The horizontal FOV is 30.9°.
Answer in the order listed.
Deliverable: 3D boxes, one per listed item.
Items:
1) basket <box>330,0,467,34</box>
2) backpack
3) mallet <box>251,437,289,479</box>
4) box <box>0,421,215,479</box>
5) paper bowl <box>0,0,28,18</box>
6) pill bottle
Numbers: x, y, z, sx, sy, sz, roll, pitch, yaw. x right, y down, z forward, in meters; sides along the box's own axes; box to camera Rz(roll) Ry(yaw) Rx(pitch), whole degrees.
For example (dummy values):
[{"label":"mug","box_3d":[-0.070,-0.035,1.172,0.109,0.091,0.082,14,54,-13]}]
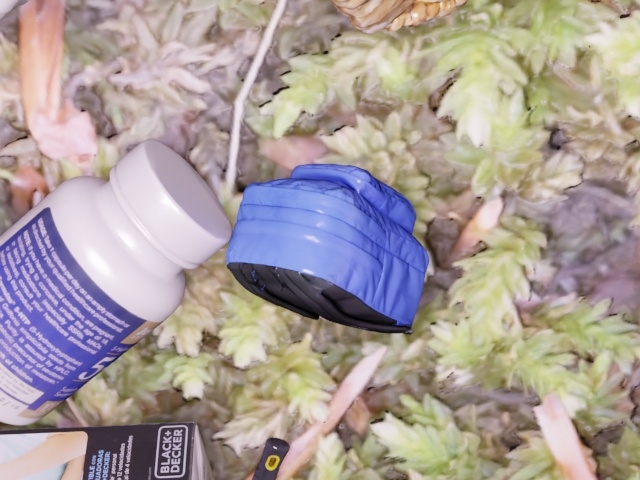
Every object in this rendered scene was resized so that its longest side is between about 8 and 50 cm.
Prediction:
[{"label":"basket","box_3d":[0.070,-0.293,0.637,0.299,0.223,0.213,-38,143,12]},{"label":"backpack","box_3d":[0.000,0.000,0.740,0.120,0.098,0.101,25,71,-50]},{"label":"mallet","box_3d":[-0.074,0.233,0.893,0.062,0.039,0.189,12,108,-6]},{"label":"box","box_3d":[-0.217,0.206,0.793,0.290,0.087,0.169,-2,142,3]},{"label":"paper bowl","box_3d":[-0.191,-0.257,0.560,0.148,0.284,0.284,-43,117,-32]},{"label":"pill bottle","box_3d":[-0.154,0.024,0.750,0.187,0.112,0.112,-38,110,13]}]
